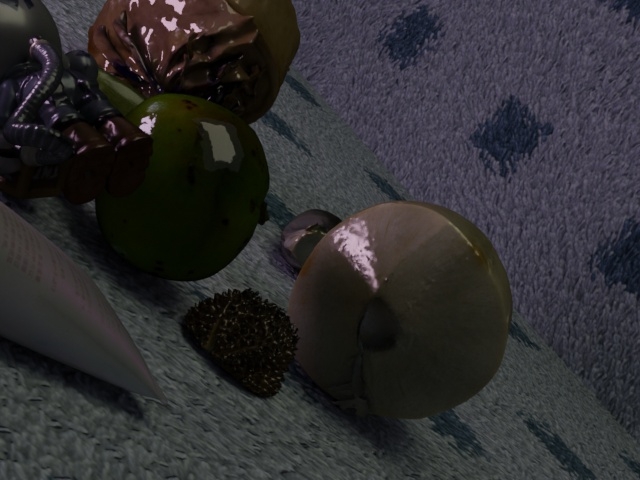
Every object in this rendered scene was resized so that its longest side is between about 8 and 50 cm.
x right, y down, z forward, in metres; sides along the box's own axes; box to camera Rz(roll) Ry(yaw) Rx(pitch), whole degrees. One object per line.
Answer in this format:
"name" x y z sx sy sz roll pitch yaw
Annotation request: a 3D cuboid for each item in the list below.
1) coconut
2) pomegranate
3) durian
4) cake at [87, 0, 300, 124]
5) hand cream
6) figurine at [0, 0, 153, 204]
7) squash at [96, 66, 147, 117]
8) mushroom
"coconut" 0.113 0.093 1.948 0.323 0.323 0.323 40 12 -10
"pomegranate" -0.207 -0.077 1.754 0.302 0.236 0.236 20 8 12
"durian" -0.081 0.108 1.753 0.148 0.091 0.188 43 10 3
"cake" -0.224 -0.288 2.382 0.332 0.332 0.321 39 49 -16
"hand cream" -0.285 0.038 1.345 0.185 0.118 0.359 47 5 40
"figurine" -0.349 -0.174 1.657 0.382 0.186 0.261 43 25 28
"squash" -0.276 -0.180 2.212 0.318 0.071 0.080 36 -32 -20
"mushroom" -0.002 -0.002 2.406 0.109 0.097 0.351 43 9 1
